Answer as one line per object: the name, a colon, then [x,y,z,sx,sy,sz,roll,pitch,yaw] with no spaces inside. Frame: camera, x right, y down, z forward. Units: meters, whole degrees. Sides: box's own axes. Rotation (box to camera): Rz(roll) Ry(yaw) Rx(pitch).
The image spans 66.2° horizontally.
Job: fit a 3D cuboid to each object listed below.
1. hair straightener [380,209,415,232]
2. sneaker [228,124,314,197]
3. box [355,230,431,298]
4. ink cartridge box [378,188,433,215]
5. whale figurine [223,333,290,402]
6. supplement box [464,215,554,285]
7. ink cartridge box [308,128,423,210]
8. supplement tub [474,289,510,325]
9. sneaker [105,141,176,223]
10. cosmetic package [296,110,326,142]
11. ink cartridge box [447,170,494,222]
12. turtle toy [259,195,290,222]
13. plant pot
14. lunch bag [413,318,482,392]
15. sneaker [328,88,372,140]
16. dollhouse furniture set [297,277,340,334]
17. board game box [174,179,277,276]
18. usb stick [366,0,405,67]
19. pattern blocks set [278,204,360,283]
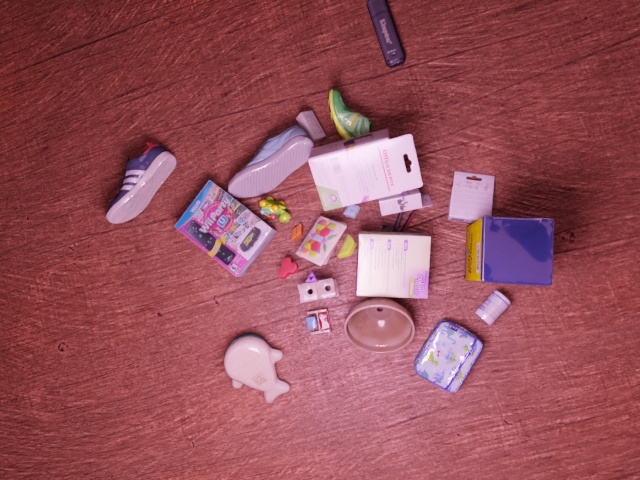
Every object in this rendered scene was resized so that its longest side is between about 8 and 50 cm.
hair straightener: [0.250,-0.024,1.762,0.089,0.047,0.230,28,96,0]
sneaker: [-0.190,-0.295,1.821,0.366,0.135,0.150,-29,49,12]
box: [0.246,0.080,1.689,0.243,0.117,0.213,2,96,3]
ink cartridge box: [0.295,-0.152,1.726,0.181,0.104,0.061,-11,120,7]
whale figurine: [-0.226,0.453,1.767,0.216,0.141,0.272,-37,106,4]
supplement box: [0.579,0.039,1.550,0.194,0.356,0.195,3,86,8]
ink cartridge box: [0.157,-0.251,1.692,0.353,0.119,0.207,-12,117,12]
supplement tub: [0.590,0.230,1.680,0.071,0.071,0.107,43,91,9]
sneaker: [-0.713,-0.226,1.880,0.148,0.131,0.350,40,86,16]
cosmetic package: [-0.035,-0.420,1.818,0.041,0.060,0.115,-37,78,50]
ink cartridge box: [0.534,-0.150,1.741,0.145,0.045,0.179,9,69,9]
turtle toy: [-0.168,-0.111,1.809,0.130,0.095,0.066,22,111,10]
plant pot: [0.202,0.271,1.688,0.237,0.110,0.237,4,127,5]
lunch bag: [0.439,0.394,1.683,0.176,0.090,0.219,32,92,6]
sneaker: [0.121,-0.421,1.783,0.123,0.109,0.295,-29,92,3]
dollhouse furniture set: [0.008,0.234,1.733,0.129,0.129,0.183,-11,83,7]
board game box: [-0.350,-0.042,1.822,0.303,0.097,0.224,37,91,10]
usb stick: [0.242,-0.775,1.815,0.077,0.045,0.278,-17,84,6]
pattern blocks set: [0.000,0.000,1.728,0.285,0.026,0.325,5,64,36]
